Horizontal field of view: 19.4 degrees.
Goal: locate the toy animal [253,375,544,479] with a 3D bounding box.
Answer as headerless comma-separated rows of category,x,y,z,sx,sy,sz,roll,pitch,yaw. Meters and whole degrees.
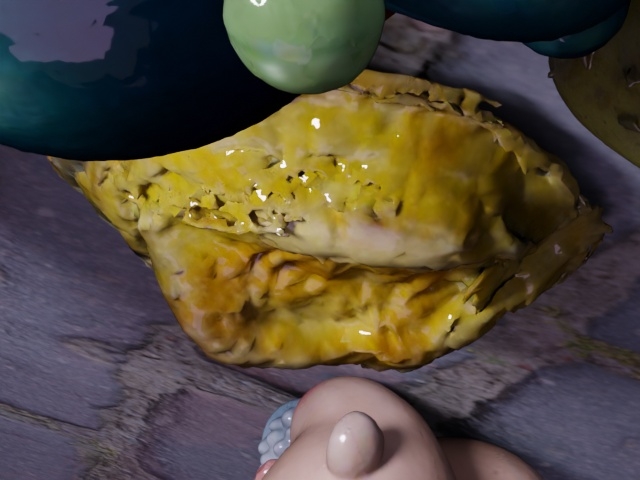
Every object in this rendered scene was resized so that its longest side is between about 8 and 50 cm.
toy animal,0.049,0.221,1.374,0.221,0.210,0.229,27,-167,-6

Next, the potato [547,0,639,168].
potato,0.168,-0.073,0.698,0.105,0.085,0.188,48,146,-16

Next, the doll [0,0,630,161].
doll,-0.033,-0.118,0.558,0.322,0.198,0.186,7,132,32

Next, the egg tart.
egg tart,0.000,0.000,0.965,0.297,0.132,0.297,9,158,4
